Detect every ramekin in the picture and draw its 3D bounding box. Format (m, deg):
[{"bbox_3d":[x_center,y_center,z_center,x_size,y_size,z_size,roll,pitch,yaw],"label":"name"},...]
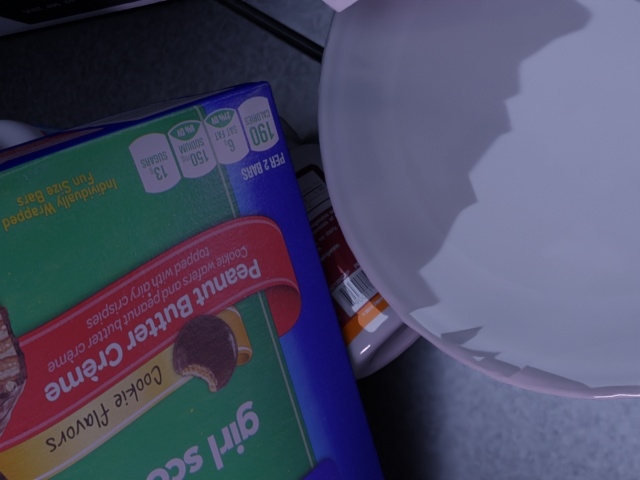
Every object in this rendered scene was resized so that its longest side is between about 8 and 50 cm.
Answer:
[{"bbox_3d":[0.144,-0.066,0.472,0.273,0.127,0.273,0,91,26],"label":"ramekin"}]

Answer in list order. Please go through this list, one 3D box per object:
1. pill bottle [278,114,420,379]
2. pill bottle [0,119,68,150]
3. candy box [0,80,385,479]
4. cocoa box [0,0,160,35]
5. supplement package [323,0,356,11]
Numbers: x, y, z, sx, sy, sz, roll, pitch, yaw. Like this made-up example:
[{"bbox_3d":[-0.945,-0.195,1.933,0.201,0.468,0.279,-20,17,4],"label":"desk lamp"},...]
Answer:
[{"bbox_3d":[0.000,0.000,0.564,0.086,0.086,0.152,-47,71,18],"label":"pill bottle"},{"bbox_3d":[-0.177,-0.029,0.607,0.087,0.160,0.087,0,90,26],"label":"pill bottle"},{"bbox_3d":[-0.110,0.114,0.466,0.122,0.268,0.317,1,112,48],"label":"candy box"},{"bbox_3d":[-0.282,-0.264,0.617,0.347,0.231,0.228,-5,87,25],"label":"cocoa box"},{"bbox_3d":[0.027,-0.249,0.413,0.134,0.139,0.244,-22,45,49],"label":"supplement package"}]
